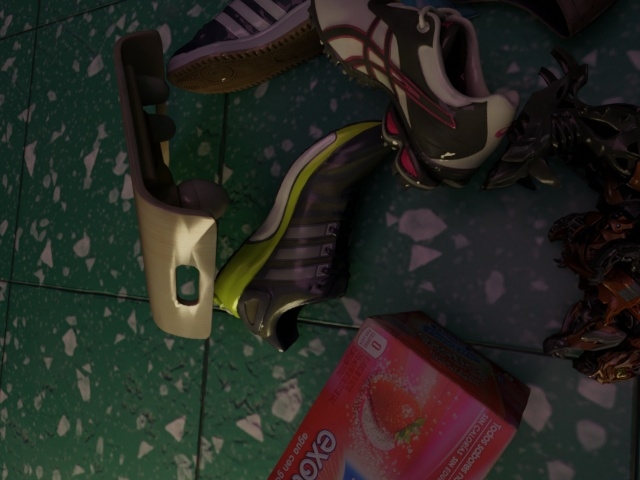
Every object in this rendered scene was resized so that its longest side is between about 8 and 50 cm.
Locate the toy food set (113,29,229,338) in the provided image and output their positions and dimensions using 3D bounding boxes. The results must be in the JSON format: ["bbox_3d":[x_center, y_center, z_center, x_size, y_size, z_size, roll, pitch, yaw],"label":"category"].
[{"bbox_3d":[-0.174,-0.067,0.557,0.220,0.092,0.306,107,148,-49],"label":"toy food set"}]

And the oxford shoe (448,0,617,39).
[{"bbox_3d":[0.128,-0.325,0.453,0.363,0.130,0.133,39,99,21],"label":"oxford shoe"}]

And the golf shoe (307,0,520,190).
[{"bbox_3d":[0.084,-0.181,0.440,0.273,0.105,0.120,62,148,15],"label":"golf shoe"}]

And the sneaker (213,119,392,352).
[{"bbox_3d":[0.000,0.000,0.535,0.121,0.111,0.300,44,113,18],"label":"sneaker"}]

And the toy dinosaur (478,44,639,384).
[{"bbox_3d":[0.261,-0.050,0.390,0.218,0.164,0.322,25,79,13],"label":"toy dinosaur"}]

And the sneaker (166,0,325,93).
[{"bbox_3d":[-0.080,-0.298,0.596,0.281,0.099,0.153,-14,84,20],"label":"sneaker"}]

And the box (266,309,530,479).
[{"bbox_3d":[0.051,0.230,0.449,0.142,0.154,0.300,35,101,26],"label":"box"}]

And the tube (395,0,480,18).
[{"bbox_3d":[0.092,-0.314,0.533,0.080,0.052,0.207,-26,73,-3],"label":"tube"}]
